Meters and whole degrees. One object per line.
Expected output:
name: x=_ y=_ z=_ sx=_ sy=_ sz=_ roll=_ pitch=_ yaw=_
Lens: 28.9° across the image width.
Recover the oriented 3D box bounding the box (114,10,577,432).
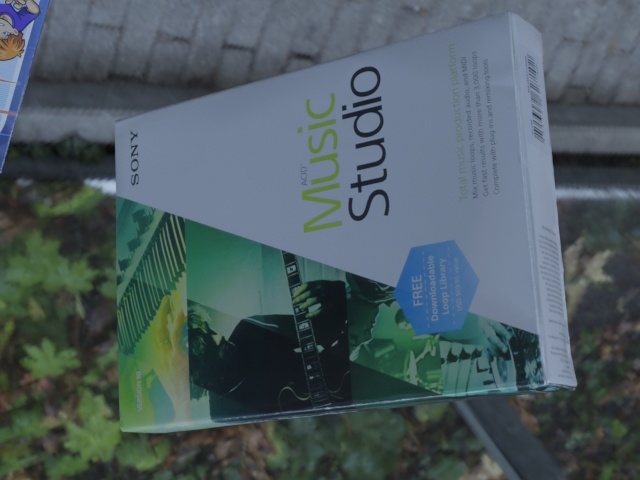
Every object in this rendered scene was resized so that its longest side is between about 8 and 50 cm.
box: x=0.000 y=0.000 z=0.824 sx=0.322 sy=0.232 sz=0.058 roll=-12 pitch=164 yaw=32

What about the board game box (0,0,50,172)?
board game box: x=-0.227 y=-0.122 z=0.563 sx=0.201 sy=0.035 sz=0.136 roll=15 pitch=92 yaw=-15
